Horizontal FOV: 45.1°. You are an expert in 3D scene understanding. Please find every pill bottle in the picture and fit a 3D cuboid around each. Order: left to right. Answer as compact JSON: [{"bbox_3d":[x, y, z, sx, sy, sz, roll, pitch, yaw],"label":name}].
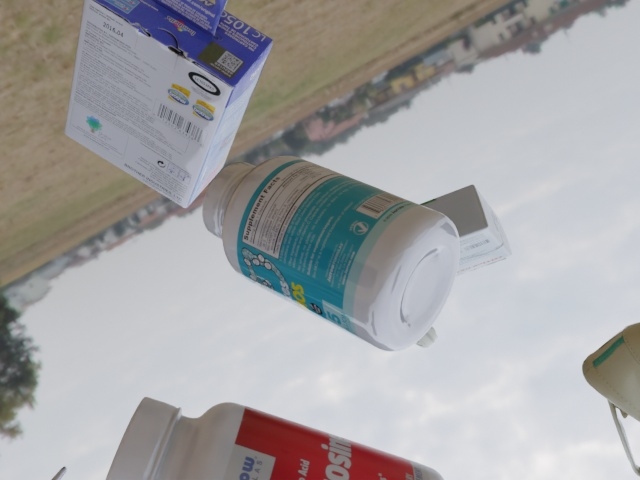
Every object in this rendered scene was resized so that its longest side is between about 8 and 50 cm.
[{"bbox_3d":[-0.062,0.345,0.987,0.229,0.408,0.229,-161,-90,-87],"label":"pill bottle"},{"bbox_3d":[0.000,0.000,0.803,0.264,0.146,0.146,25,-137,33],"label":"pill bottle"}]

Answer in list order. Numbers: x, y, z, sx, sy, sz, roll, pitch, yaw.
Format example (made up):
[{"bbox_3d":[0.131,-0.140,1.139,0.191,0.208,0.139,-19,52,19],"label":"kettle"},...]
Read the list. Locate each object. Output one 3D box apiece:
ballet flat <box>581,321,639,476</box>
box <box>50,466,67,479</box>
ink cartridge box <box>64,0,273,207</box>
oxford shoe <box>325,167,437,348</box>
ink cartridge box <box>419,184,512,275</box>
[{"bbox_3d":[0.281,0.167,0.570,0.086,0.248,0.086,-37,-173,5],"label":"ballet flat"},{"bbox_3d":[-0.159,0.181,0.297,0.178,0.042,0.109,-46,-174,-1],"label":"box"},{"bbox_3d":[-0.255,-0.270,1.284,0.151,0.270,0.395,-59,-178,-38],"label":"ink cartridge box"},{"bbox_3d":[0.071,0.010,1.342,0.130,0.169,0.449,-39,-132,-1],"label":"oxford shoe"},{"bbox_3d":[0.241,-0.008,1.380,0.153,0.086,0.208,-21,157,18],"label":"ink cartridge box"}]
